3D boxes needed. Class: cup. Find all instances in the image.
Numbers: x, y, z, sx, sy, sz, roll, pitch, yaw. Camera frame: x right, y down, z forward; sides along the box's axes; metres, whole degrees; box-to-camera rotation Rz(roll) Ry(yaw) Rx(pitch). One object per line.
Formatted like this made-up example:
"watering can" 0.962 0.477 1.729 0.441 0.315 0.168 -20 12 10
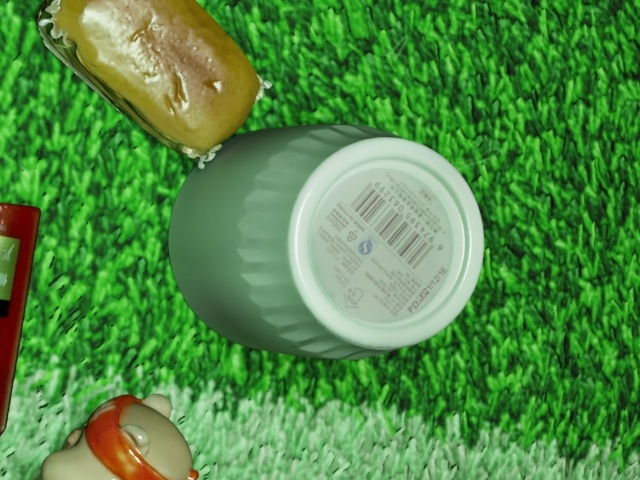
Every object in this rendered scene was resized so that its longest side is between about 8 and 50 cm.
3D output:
"cup" 0.000 0.000 1.623 0.253 0.371 0.253 0 90 -19

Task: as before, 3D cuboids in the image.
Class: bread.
"bread" -0.178 -0.201 1.663 0.241 0.107 0.136 43 77 -21

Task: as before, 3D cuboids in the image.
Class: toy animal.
"toy animal" -0.209 0.261 1.622 0.171 0.171 0.198 3 97 -27

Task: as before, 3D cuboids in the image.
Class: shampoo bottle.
"shampoo bottle" -0.367 0.108 1.594 0.118 0.076 0.314 11 87 -29
